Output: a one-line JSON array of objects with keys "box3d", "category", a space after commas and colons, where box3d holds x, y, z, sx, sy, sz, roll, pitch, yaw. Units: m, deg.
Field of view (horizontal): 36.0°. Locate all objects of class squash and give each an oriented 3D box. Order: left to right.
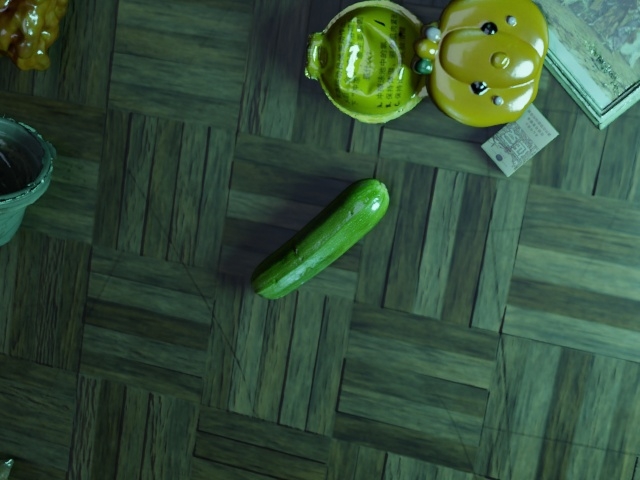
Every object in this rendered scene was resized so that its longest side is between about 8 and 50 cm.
[{"box3d": [0.000, 0.000, 1.308, 0.229, 0.066, 0.066, -39, 87, 19], "category": "squash"}]

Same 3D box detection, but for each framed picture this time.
[{"box3d": [0.335, -0.302, 1.187, 0.217, 0.017, 0.274, -42, 85, 17], "category": "framed picture"}]

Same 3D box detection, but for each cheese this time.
[{"box3d": [0.106, -0.222, 1.243, 0.250, 0.064, 0.156, 6, 101, 6], "category": "cheese"}]

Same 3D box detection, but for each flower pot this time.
[{"box3d": [-0.496, -0.072, 1.376, 0.235, 0.235, 0.140, 27, 128, 11], "category": "flower pot"}]

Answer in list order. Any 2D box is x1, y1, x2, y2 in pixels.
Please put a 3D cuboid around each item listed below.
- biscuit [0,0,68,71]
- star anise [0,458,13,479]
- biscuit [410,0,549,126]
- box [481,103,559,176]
[{"box3d": [-0.479, -0.415, 1.360, 0.312, 0.110, 0.318, 20, 103, 15], "category": "biscuit"}, {"box3d": [-0.560, 0.412, 1.518, 0.220, 0.099, 0.214, -31, 98, 18], "category": "star anise"}, {"box3d": [0.191, -0.222, 1.186, 0.170, 0.050, 0.170, 0, 102, 0], "category": "biscuit"}, {"box3d": [0.250, -0.126, 1.235, 0.083, 0.024, 0.053, -42, 86, 16], "category": "box"}]
